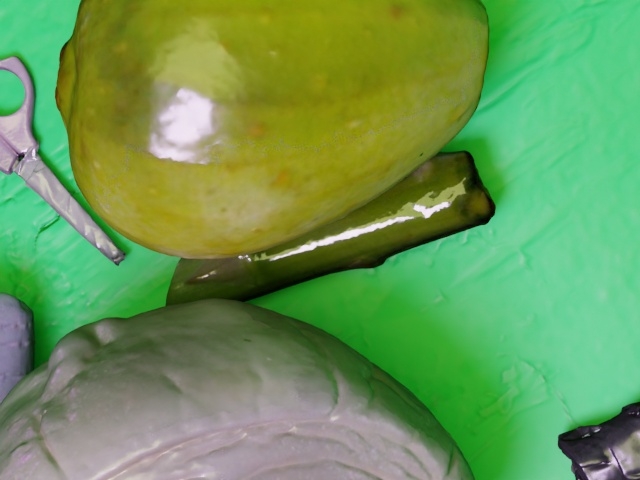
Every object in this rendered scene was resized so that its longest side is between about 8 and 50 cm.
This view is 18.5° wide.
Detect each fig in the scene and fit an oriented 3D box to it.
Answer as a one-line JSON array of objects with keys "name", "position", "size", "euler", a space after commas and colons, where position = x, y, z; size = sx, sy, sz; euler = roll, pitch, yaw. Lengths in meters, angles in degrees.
[{"name": "fig", "position": [-0.033, -0.124, 1.461], "size": [0.326, 0.258, 0.258], "euler": [-10, 86, -7]}]

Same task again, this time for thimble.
[{"name": "thimble", "position": [-0.299, 0.097, 1.552], "size": [0.151, 0.127, 0.118], "euler": [1, 87, 9]}]

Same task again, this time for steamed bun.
[{"name": "steamed bun", "position": [-0.094, 0.173, 1.404], "size": [0.383, 0.247, 0.236], "euler": [-21, 111, -8]}]

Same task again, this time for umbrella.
[{"name": "umbrella", "position": [0.295, 0.125, 1.485], "size": [0.235, 0.059, 0.066], "euler": [-28, 107, 6]}]

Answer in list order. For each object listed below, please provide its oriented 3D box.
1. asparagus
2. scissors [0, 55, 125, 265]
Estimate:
[{"name": "asparagus", "position": [0.000, -0.001, 1.538], "size": [0.277, 0.067, 0.060], "euler": [-18, 50, 8]}, {"name": "scissors", "position": [-0.232, -0.056, 1.599], "size": [0.110, 0.021, 0.212], "euler": [-45, 82, 2]}]
